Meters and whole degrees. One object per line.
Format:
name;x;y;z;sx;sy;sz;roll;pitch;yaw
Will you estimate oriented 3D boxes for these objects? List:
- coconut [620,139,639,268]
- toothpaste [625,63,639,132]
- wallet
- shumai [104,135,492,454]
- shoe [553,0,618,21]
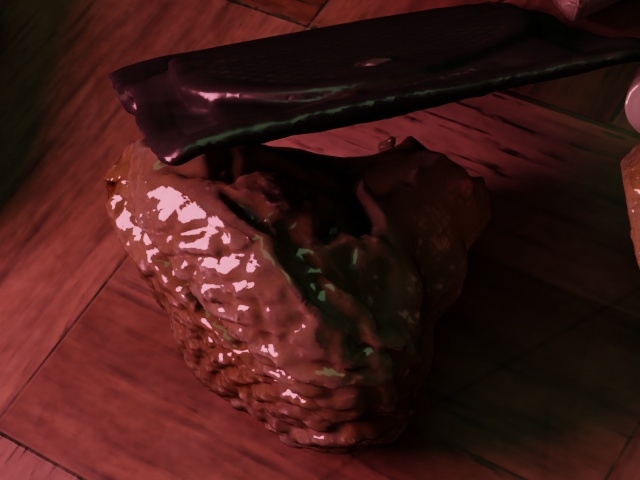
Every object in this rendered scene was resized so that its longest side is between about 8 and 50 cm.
coconut;0.219;-0.011;0.849;0.122;0.116;0.116;-10;52;13
toothpaste;0.226;-0.100;0.870;0.075;0.048;0.301;-15;8;35
wallet;0.013;-0.093;0.895;0.247;0.041;0.323;-10;11;-7
shumai;0.000;0.000;0.895;0.206;0.166;0.175;40;65;16
shoe;0.176;-0.228;1.007;0.351;0.172;0.198;16;93;7
